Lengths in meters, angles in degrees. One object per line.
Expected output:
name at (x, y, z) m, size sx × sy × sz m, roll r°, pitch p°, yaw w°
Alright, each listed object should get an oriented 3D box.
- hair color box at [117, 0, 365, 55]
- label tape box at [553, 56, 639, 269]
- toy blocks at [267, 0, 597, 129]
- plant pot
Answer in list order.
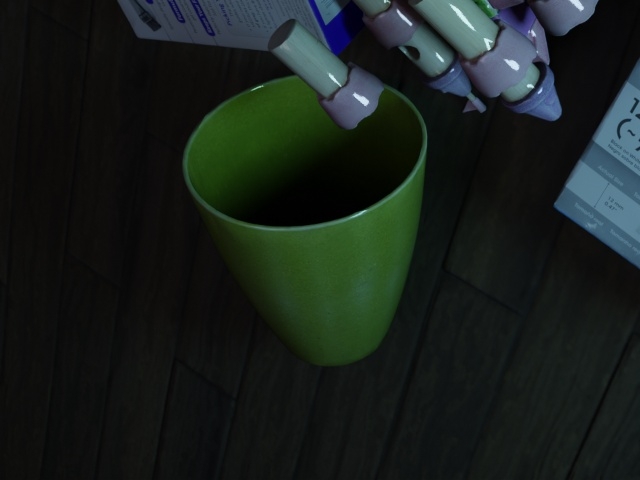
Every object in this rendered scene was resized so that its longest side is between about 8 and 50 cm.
hair color box at (-0.110, -0.320, 1.521) m, size 0.339 × 0.110 × 0.185 m, roll 12°, pitch 140°, yaw 40°
label tape box at (0.409, -0.103, 1.256) m, size 0.249 × 0.115 × 0.348 m, roll 39°, pitch 133°, yaw 18°
toy blocks at (0.167, -0.242, 1.349) m, size 0.260 × 0.309 × 0.288 m, roll 39°, pitch 155°, yaw -27°
plant pot at (0.000, 0.000, 1.575) m, size 0.275 × 0.275 × 0.293 m, roll 22°, pitch 141°, yaw 30°
